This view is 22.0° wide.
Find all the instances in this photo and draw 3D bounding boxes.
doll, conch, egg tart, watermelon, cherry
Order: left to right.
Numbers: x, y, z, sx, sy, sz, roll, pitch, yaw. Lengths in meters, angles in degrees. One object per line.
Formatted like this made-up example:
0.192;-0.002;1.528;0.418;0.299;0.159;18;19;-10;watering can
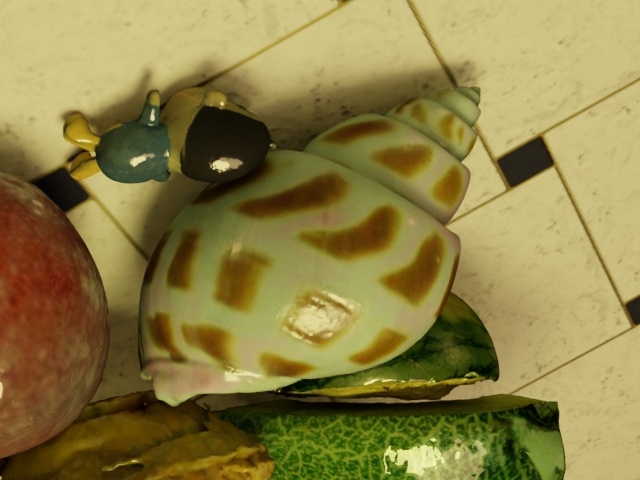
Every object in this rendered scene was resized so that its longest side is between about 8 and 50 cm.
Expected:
-0.290;0.078;1.390;0.236;0.212;0.285;-40;149;-58;cherry
-0.187;0.210;1.512;0.294;0.123;0.294;-13;172;-2;egg tart
-0.126;-0.086;1.401;0.179;0.089;0.102;3;137;4;doll
-0.001;0.001;1.465;0.368;0.249;0.197;-34;138;-30;conch
0.058;0.097;1.629;0.232;0.127;0.204;-4;177;5;watermelon

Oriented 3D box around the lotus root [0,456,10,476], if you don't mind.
-0.396;0.186;1.515;0.257;0.140;0.154;30;149;-35;lotus root

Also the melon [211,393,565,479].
0.065;0.237;1.671;0.343;0.226;0.331;-11;122;45;melon
